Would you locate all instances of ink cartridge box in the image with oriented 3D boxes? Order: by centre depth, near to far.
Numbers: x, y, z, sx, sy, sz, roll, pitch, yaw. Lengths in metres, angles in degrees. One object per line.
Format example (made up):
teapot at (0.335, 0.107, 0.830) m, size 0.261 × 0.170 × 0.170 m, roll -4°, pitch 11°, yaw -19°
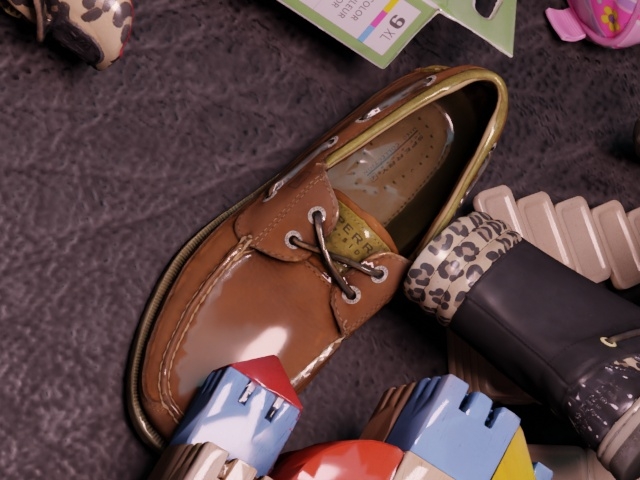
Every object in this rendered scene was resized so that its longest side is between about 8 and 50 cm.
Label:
ink cartridge box at (0.022, -0.179, 1.164) m, size 0.209 × 0.062 × 0.109 m, roll 31°, pitch 36°, yaw -16°

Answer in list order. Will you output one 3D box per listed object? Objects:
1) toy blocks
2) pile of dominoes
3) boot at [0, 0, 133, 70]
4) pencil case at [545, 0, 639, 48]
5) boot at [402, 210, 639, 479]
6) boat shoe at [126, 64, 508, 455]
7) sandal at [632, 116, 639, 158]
toy blocks at (0.040, 0.194, 1.011) m, size 0.381 × 0.191 × 0.261 m, roll 33°, pitch 73°, yaw -11°
pile of dominoes at (0.195, 0.071, 1.237) m, size 0.251 × 0.040 × 0.196 m, roll 5°, pitch 74°, yaw -33°
boot at (-0.235, -0.170, 1.027) m, size 0.284 × 0.138 × 0.377 m, roll 24°, pitch 61°, yaw -18°
pencil case at (0.294, -0.198, 1.295) m, size 0.284 × 0.124 × 0.124 m, roll -9°, pitch 81°, yaw -26°
boot at (0.159, 0.051, 1.131) m, size 0.179 × 0.085 × 0.236 m, roll 39°, pitch 18°, yaw 14°
boat shoe at (0.000, 0.000, 1.109) m, size 0.111 × 0.104 × 0.307 m, roll 43°, pitch 64°, yaw -11°
sandal at (0.325, -0.103, 1.284) m, size 0.303 × 0.120 × 0.086 m, roll -14°, pitch 93°, yaw -37°
